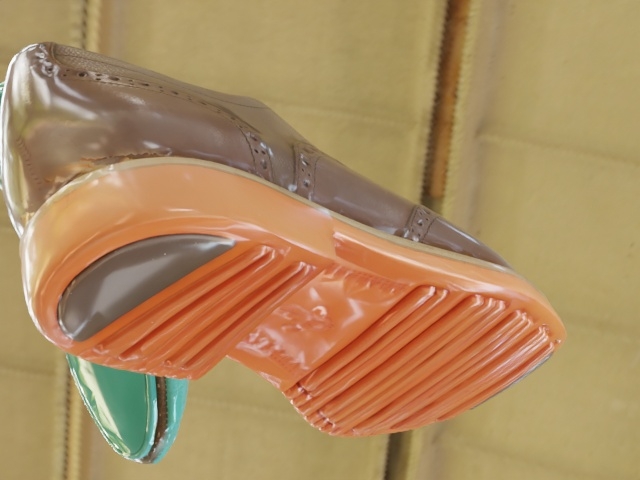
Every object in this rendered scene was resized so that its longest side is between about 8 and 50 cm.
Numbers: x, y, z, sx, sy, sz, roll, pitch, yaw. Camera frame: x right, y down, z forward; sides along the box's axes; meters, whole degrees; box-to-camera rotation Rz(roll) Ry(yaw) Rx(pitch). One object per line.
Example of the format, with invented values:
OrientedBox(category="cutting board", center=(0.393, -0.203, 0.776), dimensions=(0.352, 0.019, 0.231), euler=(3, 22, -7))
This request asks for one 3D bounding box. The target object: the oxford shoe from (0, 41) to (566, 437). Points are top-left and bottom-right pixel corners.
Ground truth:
OrientedBox(category="oxford shoe", center=(0.000, 0.000, 0.741), dimensions=(0.130, 0.364, 0.132), euler=(-37, -124, 20))

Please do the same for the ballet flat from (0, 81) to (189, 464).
OrientedBox(category="ballet flat", center=(-0.121, 0.010, 0.927), dimensions=(0.083, 0.087, 0.247), euler=(-36, -106, 38))
